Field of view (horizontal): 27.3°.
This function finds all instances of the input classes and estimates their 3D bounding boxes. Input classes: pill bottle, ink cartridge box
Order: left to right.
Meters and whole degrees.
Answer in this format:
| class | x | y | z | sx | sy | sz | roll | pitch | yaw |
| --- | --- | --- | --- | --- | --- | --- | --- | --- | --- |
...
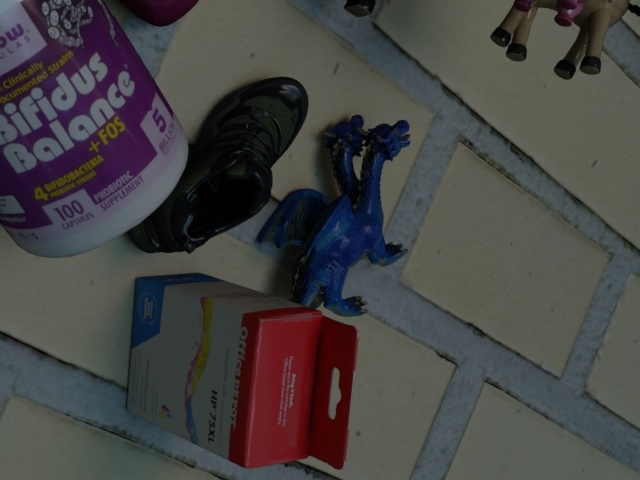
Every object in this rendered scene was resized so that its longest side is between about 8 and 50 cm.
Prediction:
| class | x | y | z | sx | sy | sz | roll | pitch | yaw |
| --- | --- | --- | --- | --- | --- | --- | --- | --- | --- |
| pill bottle | -0.239 | -0.145 | 1.006 | 0.169 | 0.169 | 0.302 | -48 | 127 | -24 |
| ink cartridge box | -0.074 | 0.116 | 1.174 | 0.078 | 0.231 | 0.134 | -2 | 101 | -42 |

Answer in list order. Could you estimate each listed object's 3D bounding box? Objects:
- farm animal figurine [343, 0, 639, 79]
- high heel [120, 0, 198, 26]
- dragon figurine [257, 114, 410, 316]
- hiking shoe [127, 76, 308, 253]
| class | x | y | z | sx | sy | sz | roll | pitch | yaw |
| --- | --- | --- | --- | --- | --- | --- | --- | --- | --- |
| farm animal figurine | 0.117 | -0.301 | 1.194 | 0.330 | 0.326 | 0.172 | 38 | 69 | -43 |
| high heel | -0.136 | -0.379 | 1.128 | 0.127 | 0.181 | 0.377 | 8 | 79 | -3 |
| dragon figurine | 0.000 | 0.000 | 1.313 | 0.289 | 0.085 | 0.144 | -49 | 128 | -23 |
| hiking shoe | -0.070 | -0.064 | 1.214 | 0.227 | 0.114 | 0.086 | -49 | 128 | -23 |
